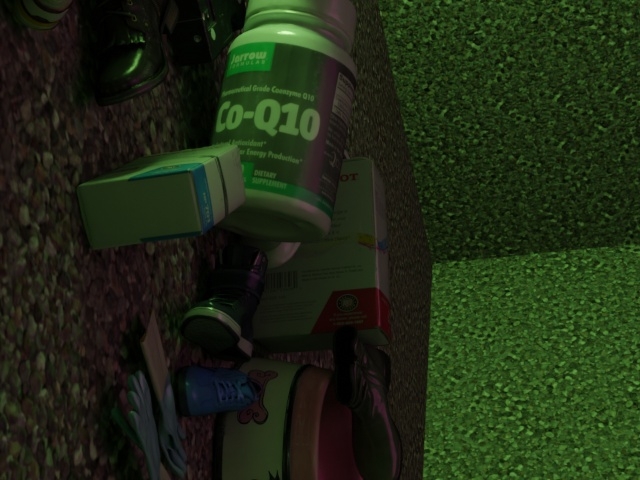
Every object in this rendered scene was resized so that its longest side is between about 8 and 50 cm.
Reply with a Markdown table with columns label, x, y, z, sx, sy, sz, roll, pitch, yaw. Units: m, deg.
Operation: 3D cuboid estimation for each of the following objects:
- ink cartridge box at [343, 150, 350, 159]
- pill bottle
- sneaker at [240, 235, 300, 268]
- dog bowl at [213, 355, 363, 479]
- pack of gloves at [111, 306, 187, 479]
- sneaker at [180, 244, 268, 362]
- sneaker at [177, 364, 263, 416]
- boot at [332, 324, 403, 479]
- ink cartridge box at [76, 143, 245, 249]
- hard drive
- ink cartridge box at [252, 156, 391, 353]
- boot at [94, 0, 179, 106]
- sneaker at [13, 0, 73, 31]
| label | x | y | z | sx | sy | sz | roll | pitch | yaw |
| --- | --- | --- | --- | --- | --- | --- | --- | --- | --- |
| ink cartridge box | -0.018 | -0.175 | 1.923 | 0.045 | 0.206 | 0.208 | -49 | 154 | -5 |
| pill bottle | -0.056 | -0.193 | 1.572 | 0.204 | 0.204 | 0.361 | 50 | 47 | -67 |
| sneaker | -0.105 | -0.095 | 1.708 | 0.152 | 0.114 | 0.305 | 50 | 28 | -52 |
| dog bowl | -0.034 | 0.381 | 1.655 | 0.408 | 0.150 | 0.408 | -7 | 90 | -77 |
| pack of gloves | -0.209 | 0.229 | 1.256 | 0.195 | 0.046 | 0.232 | -96 | 177 | -63 |
| sneaker | -0.134 | 0.072 | 1.473 | 0.226 | 0.086 | 0.163 | 74 | 24 | -72 |
| sneaker | -0.136 | 0.205 | 1.440 | 0.209 | 0.082 | 0.069 | 28 | 58 | -75 |
| boot | 0.061 | 0.269 | 1.659 | 0.161 | 0.083 | 0.246 | 38 | 43 | -61 |
| ink cartridge box | -0.182 | -0.056 | 1.237 | 0.191 | 0.139 | 0.082 | -47 | 128 | -73 |
| hard drive | -0.195 | -0.453 | 1.534 | 0.237 | 0.064 | 0.339 | -71 | 153 | -61 |
| ink cartridge box | 0.002 | 0.030 | 1.800 | 0.131 | 0.226 | 0.306 | 54 | 33 | -64 |
| boot | -0.255 | -0.305 | 1.204 | 0.263 | 0.091 | 0.229 | -88 | 160 | -47 |
| sneaker | -0.269 | -0.310 | 1.065 | 0.069 | 0.084 | 0.185 | 8 | 71 | -33 |
